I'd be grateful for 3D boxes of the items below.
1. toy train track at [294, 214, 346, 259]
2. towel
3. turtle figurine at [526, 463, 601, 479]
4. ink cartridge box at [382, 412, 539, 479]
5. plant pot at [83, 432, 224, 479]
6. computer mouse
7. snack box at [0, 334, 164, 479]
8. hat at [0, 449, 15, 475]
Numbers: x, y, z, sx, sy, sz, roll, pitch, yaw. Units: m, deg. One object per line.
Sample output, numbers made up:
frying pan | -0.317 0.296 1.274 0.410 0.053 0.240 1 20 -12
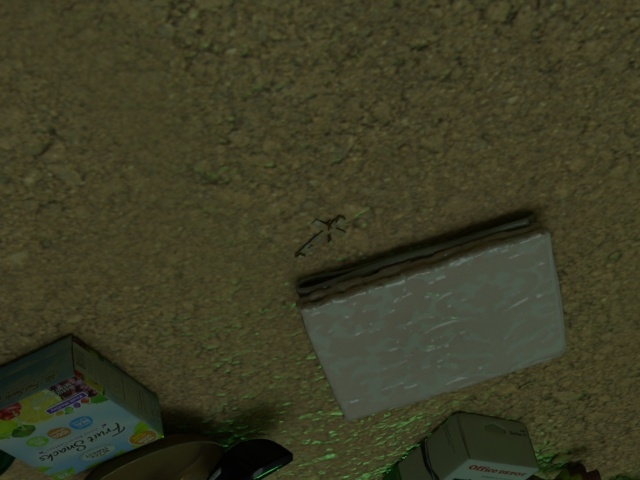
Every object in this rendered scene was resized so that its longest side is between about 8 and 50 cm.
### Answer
toy train track | 0.000 0.000 1.345 0.048 0.014 0.083 22 131 -36
towel | 0.154 0.111 1.498 0.332 0.053 0.317 -17 141 4
turtle figurine | 0.357 0.432 1.933 0.217 0.087 0.269 -11 163 -9
ink cartridge box | 0.224 0.372 1.815 0.153 0.086 0.208 13 134 -31
plant pot | -0.253 0.339 1.635 0.236 0.032 0.236 -23 155 -12
computer mouse | -0.159 0.353 1.655 0.184 0.060 0.262 -20 166 -31
snack box | -0.334 0.225 1.483 0.175 0.070 0.207 -25 142 14
hat | -0.498 0.372 1.520 0.173 0.183 0.208 19 130 -36
